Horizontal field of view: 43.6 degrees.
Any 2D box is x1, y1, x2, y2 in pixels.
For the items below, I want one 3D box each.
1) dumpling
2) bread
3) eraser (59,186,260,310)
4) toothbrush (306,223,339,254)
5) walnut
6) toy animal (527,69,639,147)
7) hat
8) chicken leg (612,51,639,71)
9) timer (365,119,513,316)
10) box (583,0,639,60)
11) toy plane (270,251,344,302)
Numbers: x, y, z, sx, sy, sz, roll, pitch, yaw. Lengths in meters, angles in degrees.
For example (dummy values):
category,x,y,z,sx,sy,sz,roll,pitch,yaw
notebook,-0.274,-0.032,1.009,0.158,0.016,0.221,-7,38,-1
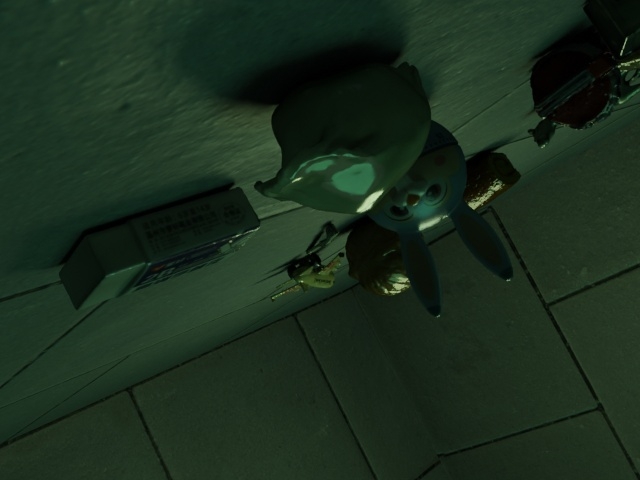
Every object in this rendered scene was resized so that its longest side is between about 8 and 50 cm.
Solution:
category,x,y,z,sx,sy,sz,roll,pitch,yaw
dumpling,0.020,-0.094,0.764,0.162,0.132,0.250,-44,179,39
bread,0.364,-0.130,1.874,0.172,0.103,0.132,-34,170,37
eraser,-0.190,0.009,0.952,0.210,0.068,0.124,-21,171,-38
toothbrush,0.002,0.005,1.800,0.026,0.028,0.294,-24,173,-15
walnut,0.153,0.035,1.910,0.213,0.213,0.213,-27,173,-4
toy animal,0.526,-0.275,1.551,0.255,0.090,0.170,-26,178,3
hat,0.398,-0.260,1.180,0.227,0.128,0.140,-45,163,-45
chicken leg,0.489,-0.297,1.311,0.085,0.069,0.198,-20,177,-36
timer,0.133,-0.050,1.066,0.175,0.256,0.175,-14,150,-8
box,0.363,-0.270,0.952,0.060,0.085,0.063,-27,168,5
toy plane,-0.020,0.087,2.056,0.229,0.092,0.244,-32,173,19
